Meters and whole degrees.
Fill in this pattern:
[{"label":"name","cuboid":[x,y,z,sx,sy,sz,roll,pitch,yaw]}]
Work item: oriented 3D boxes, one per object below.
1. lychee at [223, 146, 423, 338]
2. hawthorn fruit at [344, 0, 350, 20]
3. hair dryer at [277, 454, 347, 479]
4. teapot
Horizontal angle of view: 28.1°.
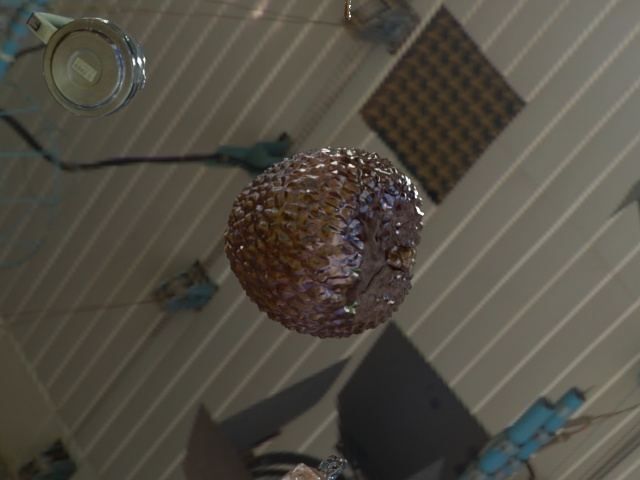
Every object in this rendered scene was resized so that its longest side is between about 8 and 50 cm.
[{"label":"lychee","cuboid":[0.007,0.001,1.197,0.194,0.194,0.194,3,-84,37]},{"label":"hawthorn fruit","cuboid":[0.061,-0.294,1.092,0.203,0.162,0.162,-40,-115,-8]},{"label":"hair dryer","cuboid":[-0.050,0.200,0.822,0.064,0.182,0.117,24,-38,49]},{"label":"teapot","cuboid":[-0.155,-0.124,0.860,0.088,0.057,0.066,38,-73,5]}]
